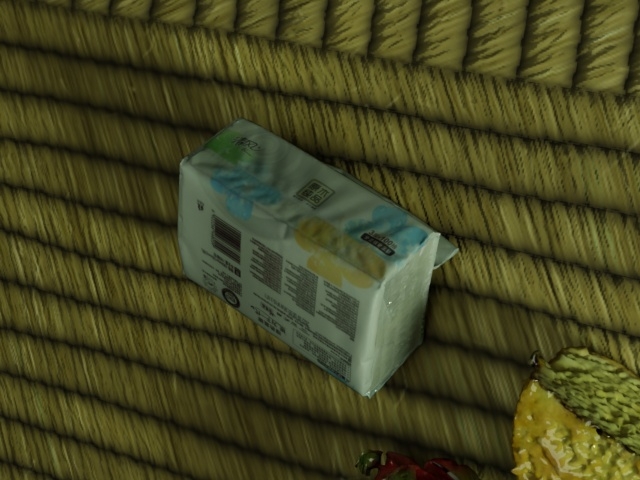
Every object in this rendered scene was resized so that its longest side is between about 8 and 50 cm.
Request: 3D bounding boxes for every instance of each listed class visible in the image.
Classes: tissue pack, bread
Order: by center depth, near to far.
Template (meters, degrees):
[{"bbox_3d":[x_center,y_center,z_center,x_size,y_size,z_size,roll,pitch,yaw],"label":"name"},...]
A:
[{"bbox_3d":[0.247,0.197,1.306,0.229,0.143,0.139,37,111,25],"label":"bread"},{"bbox_3d":[0.000,0.000,1.454,0.229,0.145,0.159,32,142,25],"label":"tissue pack"}]

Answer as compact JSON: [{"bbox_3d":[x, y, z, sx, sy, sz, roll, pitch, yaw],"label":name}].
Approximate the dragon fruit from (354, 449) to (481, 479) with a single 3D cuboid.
[{"bbox_3d":[0.082,0.271,1.409,0.166,0.172,0.160,-36,116,21],"label":"dragon fruit"}]
